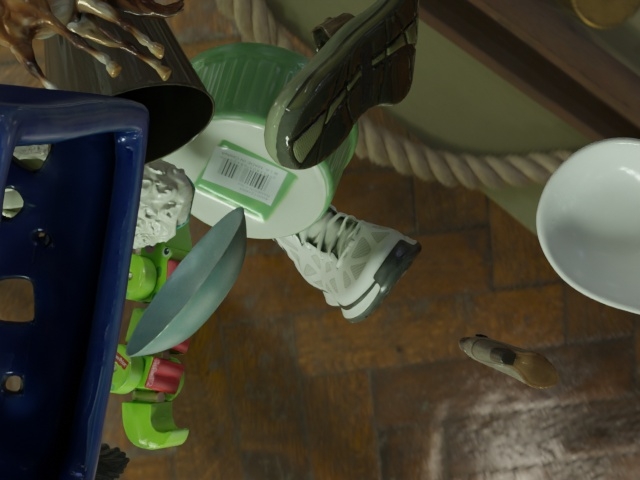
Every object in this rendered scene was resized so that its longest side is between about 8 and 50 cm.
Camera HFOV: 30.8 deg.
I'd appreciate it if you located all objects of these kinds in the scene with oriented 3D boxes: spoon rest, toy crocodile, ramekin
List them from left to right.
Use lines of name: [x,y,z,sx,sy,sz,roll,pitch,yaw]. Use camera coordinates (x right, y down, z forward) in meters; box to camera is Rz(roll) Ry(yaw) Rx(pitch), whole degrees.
toy crocodile: [-0.221,0.117,1.607,0.105,0.115,0.341,-3,73,36]
ramekin: [-0.102,-0.141,1.788,0.303,0.148,0.303,9,139,7]
spoon rest: [0.305,0.027,0.964,0.276,0.084,0.137,38,100,3]

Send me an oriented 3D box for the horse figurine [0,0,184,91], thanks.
horse figurine: [-0.232,-0.205,1.064,0.174,0.263,0.066,39,118,8]

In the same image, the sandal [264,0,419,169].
sandal: [0.019,-0.171,1.103,0.086,0.303,0.120,19,125,23]

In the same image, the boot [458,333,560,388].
boot: [0.235,0.149,1.473,0.118,0.087,0.042,28,84,-29]

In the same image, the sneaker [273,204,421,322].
sneaker: [-0.001,0.001,2.044,0.257,0.447,0.169,40,79,-9]

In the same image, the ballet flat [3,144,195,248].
ballet flat: [-0.364,-0.059,1.593,0.408,0.147,0.147,9,117,32]

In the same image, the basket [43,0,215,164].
basket: [-0.256,-0.221,1.412,0.204,0.227,0.154,-22,152,2]

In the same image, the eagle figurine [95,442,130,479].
eagle figurine: [-0.359,0.246,1.155,0.225,0.298,0.226,2,134,35]

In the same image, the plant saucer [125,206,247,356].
plant saucer: [-0.128,0.052,1.207,0.037,0.195,0.195,38,105,-13]

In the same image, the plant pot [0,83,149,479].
plant pot: [-0.222,0.029,0.552,0.212,0.236,0.236,12,97,5]
